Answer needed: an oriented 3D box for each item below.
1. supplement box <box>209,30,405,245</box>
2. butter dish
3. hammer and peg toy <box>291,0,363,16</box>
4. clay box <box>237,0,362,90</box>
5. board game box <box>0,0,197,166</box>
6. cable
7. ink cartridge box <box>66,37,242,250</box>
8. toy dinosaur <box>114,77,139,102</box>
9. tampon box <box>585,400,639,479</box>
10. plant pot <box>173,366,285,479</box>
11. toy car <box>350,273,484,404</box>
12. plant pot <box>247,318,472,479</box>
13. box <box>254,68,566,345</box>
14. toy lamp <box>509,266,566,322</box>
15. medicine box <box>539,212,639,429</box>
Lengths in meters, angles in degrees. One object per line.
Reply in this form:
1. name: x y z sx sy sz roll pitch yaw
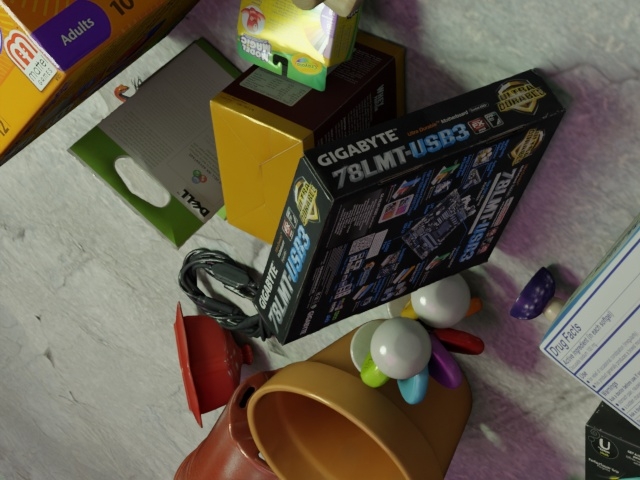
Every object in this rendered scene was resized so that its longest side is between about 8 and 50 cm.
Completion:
1. supplement box: -0.007 -0.117 1.522 0.129 0.194 0.191 26 143 27
2. butter dish: -0.165 0.191 2.113 0.160 0.118 0.160 -105 7 -45
3. hammer and peg toy: -0.063 -0.403 1.249 0.361 0.127 0.266 41 141 10
4. clay box: -0.015 -0.283 1.413 0.127 0.053 0.222 26 122 25
5. board game box: -0.338 -0.342 1.480 0.356 0.356 0.356 49 146 -7
6. cable: -0.140 0.083 2.031 0.184 0.047 0.150 19 144 29
7. ink cartridge box: -0.174 -0.105 1.658 0.189 0.255 0.097 43 147 3
8. toy dinosaur: -0.245 -0.182 1.819 0.082 0.090 0.047 8 171 -26
9. tampon box: 0.394 0.261 1.594 0.120 0.101 0.161 21 139 30
10. plant pot: -0.076 0.351 2.075 0.272 0.272 0.265 36 138 12
11. toy car: 0.133 0.126 1.661 0.136 0.182 0.159 41 166 -7
12. plant pot: 0.073 0.245 1.827 0.291 0.203 0.291 27 143 23
13. box: 0.090 -0.030 1.427 0.073 0.293 0.295 56 153 23
14. toy lamp: 0.351 0.132 1.523 0.274 0.080 0.080 36 146 15
15. medicine box: 0.414 0.095 1.346 0.289 0.149 0.263 39 146 9
